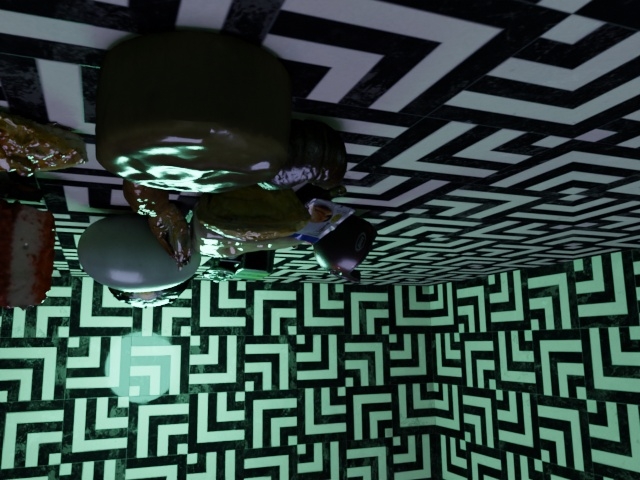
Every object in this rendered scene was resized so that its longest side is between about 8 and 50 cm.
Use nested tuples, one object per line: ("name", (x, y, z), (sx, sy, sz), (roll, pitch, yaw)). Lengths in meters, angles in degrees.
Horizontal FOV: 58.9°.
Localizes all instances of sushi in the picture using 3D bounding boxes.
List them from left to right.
("sushi", (-0.735, -0.120, 1.299), (0.279, 0.043, 0.192), (9, -179, 25))

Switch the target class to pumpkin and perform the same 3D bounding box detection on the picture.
("pumpkin", (-0.619, 0.091, 2.064), (0.295, 0.296, 0.296), (-1, 170, 0))
("pumpkin", (-0.036, -0.153, 0.990), (0.183, 0.119, 0.107), (-5, 172, -8))

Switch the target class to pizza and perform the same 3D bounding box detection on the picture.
("pizza", (-0.582, -0.166, 0.974), (0.335, 0.086, 0.226), (3, 171, -12))

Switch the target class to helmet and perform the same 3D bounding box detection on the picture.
("helmet", (0.075, 0.015, 1.712), (0.193, 0.189, 0.216), (29, 164, -20))

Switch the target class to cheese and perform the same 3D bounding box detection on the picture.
("cheese", (-0.208, -0.026, 1.636), (0.328, 0.130, 0.351), (1, 170, -15))

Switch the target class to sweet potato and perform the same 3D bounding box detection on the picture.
("sweet potato", (-0.390, -0.111, 1.262), (0.097, 0.097, 0.251), (1, 171, -9))

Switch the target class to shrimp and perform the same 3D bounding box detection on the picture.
("shrimp", (-0.418, -0.012, 1.592), (0.115, 0.217, 0.051), (3, -150, 19))

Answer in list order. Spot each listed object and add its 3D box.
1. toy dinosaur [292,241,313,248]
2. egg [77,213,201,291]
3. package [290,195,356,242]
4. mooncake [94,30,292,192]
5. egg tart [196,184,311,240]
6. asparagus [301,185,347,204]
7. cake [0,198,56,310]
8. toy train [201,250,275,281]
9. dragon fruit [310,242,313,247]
("toy dinosaur", (-0.096, -0.012, 1.983), (0.187, 0.044, 0.106), (8, 155, 14))
("egg", (-0.531, 0.040, 1.691), (0.370, 0.230, 0.229), (9, 166, -40))
("package", (-0.015, -0.051, 1.487), (0.171, 0.027, 0.173), (10, 138, -48))
("mooncake", (-0.178, -0.164, 0.818), (0.284, 0.156, 0.284), (-2, 171, 0))
("egg tart", (-0.142, -0.087, 1.291), (0.290, 0.107, 0.291), (5, -160, -2))
("asparagus", (0.005, -0.111, 1.467), (0.036, 0.030, 0.165), (-24, -174, -42))
("cake", (-0.846, 0.025, 1.405), (0.319, 0.270, 0.269), (8, 178, -34))
("toy train", (-0.289, 0.065, 2.009), (0.238, 0.167, 0.299), (7, 169, -16))
("dragon fruit", (0.000, 0.000, 1.940), (0.190, 0.094, 0.094), (22, 158, -36))
